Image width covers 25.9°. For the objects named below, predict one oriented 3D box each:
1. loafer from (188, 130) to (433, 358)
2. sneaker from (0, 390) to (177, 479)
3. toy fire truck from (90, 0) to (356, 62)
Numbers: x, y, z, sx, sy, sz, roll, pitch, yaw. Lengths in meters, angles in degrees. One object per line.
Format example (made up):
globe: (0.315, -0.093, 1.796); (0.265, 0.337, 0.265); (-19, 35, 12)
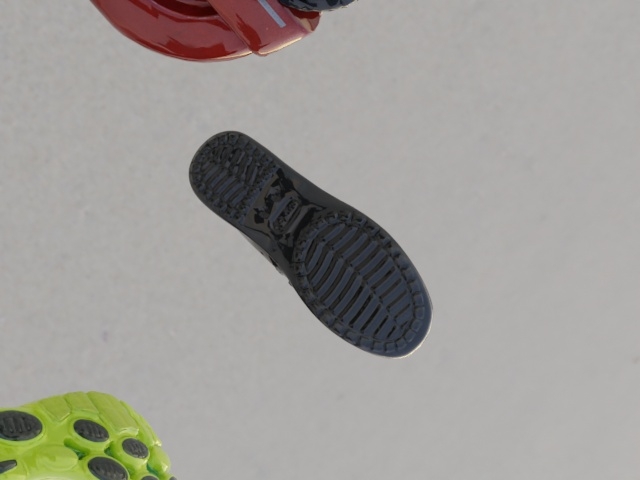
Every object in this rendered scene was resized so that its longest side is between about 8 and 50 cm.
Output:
loafer: (0.000, 0.000, 1.039); (0.080, 0.220, 0.078); (-46, 168, 3)
sneaker: (-0.242, 0.190, 1.117); (0.295, 0.109, 0.123); (9, 141, -45)
toy fire truck: (-0.111, -0.153, 0.595); (0.246, 0.158, 0.217); (-23, 123, 32)
